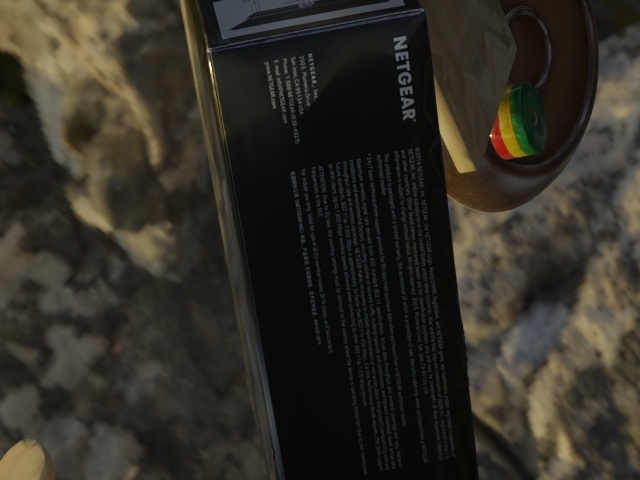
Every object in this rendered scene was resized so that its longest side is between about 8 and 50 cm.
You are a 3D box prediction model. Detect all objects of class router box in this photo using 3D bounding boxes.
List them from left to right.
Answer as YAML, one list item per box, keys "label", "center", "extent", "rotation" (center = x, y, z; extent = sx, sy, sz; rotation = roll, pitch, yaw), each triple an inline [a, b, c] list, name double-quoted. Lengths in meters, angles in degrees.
- label: "router box"
  center: [0.000, 0.000, 0.844]
  extent: [0.081, 0.309, 0.243]
  rotation: [-11, 31, -4]

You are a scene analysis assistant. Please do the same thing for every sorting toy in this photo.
- label: "sorting toy"
  center: [0.058, -0.133, 1.165]
  extent: [0.046, 0.274, 0.132]
  rotation: [-10, 35, 25]

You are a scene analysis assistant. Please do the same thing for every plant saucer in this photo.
- label: "plant saucer"
  center: [0.183, -0.182, 1.939]
  extent: [0.050, 0.310, 0.310]
  rotation: [0, 64, 42]

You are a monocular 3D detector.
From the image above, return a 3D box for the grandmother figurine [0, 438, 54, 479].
- label: "grandmother figurine"
  center: [-0.096, 0.275, 1.458]
  extent: [0.104, 0.342, 0.208]
  rotation: [-32, 45, 26]
